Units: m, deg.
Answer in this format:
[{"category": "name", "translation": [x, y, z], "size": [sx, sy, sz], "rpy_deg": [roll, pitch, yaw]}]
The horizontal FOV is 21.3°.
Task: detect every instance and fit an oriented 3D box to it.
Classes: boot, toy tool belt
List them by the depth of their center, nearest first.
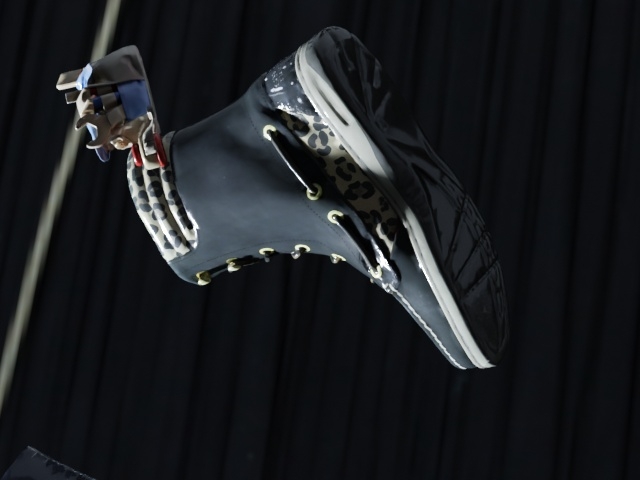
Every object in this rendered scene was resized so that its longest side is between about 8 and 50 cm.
[{"category": "toy tool belt", "translation": [-0.118, -0.069, 0.955], "size": [0.051, 0.083, 0.052], "rpy_deg": [-15, 145, -2]}, {"category": "boot", "translation": [0.000, -0.002, 1.085], "size": [0.179, 0.085, 0.236], "rpy_deg": [-24, 106, 30]}]

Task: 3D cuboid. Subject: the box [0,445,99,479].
[{"category": "box", "translation": [-0.158, 0.389, 1.634], "size": [0.343, 0.179, 0.312], "rpy_deg": [45, 162, -26]}]
